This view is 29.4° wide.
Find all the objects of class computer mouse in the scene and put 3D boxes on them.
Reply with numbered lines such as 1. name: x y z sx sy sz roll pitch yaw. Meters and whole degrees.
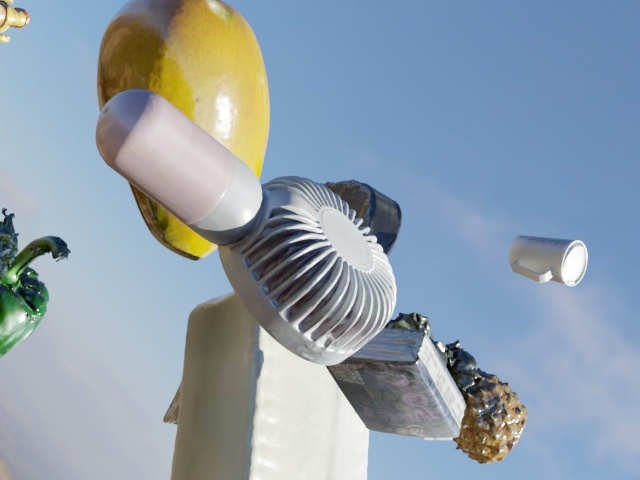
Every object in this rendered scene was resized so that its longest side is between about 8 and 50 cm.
1. computer mouse: 0.004 0.003 1.769 0.295 0.168 0.087 3 -28 47

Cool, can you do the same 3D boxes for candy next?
1. candy: -0.058 0.238 1.411 0.145 0.358 0.208 -19 -32 39

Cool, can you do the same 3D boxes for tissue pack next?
1. tissue pack: 0.074 0.145 1.250 0.112 0.051 0.156 2 -36 26

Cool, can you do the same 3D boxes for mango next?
1. mango: -0.152 -0.138 1.416 0.173 0.211 0.317 8 -67 32

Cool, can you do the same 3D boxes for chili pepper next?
1. chili pepper: -0.487 0.073 1.849 0.174 0.261 0.165 53 2 2

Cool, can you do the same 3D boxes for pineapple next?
1. pineapple: 0.169 0.185 1.597 0.237 0.111 0.119 45 -20 -17

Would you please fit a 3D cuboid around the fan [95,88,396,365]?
1. fan: -0.048 -0.013 0.809 0.244 0.074 0.130 39 27 -26

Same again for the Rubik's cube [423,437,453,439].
1. Rubik's cube: 0.178 0.253 1.763 0.073 0.084 0.075 58 -40 23

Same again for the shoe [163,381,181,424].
1. shoe: -0.224 0.314 2.251 0.106 0.091 0.207 29 -13 -18

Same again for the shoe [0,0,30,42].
1. shoe: -0.508 -0.350 1.927 0.109 0.069 0.072 -16 -106 52

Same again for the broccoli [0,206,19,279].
1. broccoli: -0.554 -0.020 1.463 0.302 0.249 0.375 46 20 19

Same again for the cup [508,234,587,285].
1. cup: 0.361 0.036 1.974 0.116 0.104 0.074 11 -55 41
